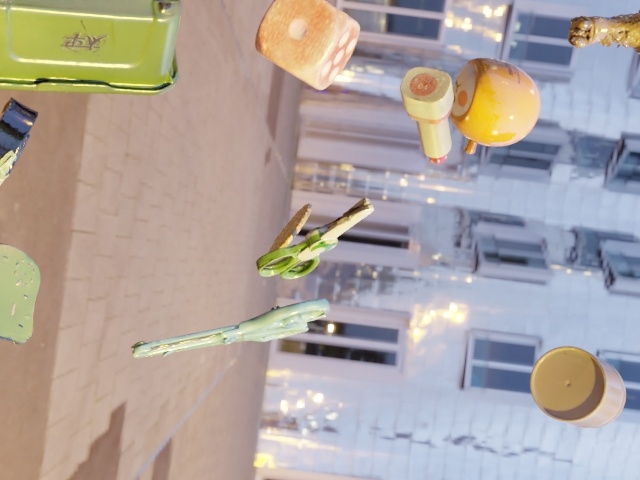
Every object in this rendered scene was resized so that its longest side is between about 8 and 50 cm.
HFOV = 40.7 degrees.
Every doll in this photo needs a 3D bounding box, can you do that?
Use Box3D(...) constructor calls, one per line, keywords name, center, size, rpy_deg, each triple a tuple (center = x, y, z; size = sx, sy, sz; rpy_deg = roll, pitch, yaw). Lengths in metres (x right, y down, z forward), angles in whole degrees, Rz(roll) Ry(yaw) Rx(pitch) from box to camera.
Box3D(name="doll", center=(0.380, -0.284, 1.941), size=(0.213, 0.213, 0.236), rpy_deg=(-82, -171, -52))

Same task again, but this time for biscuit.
Box3D(name="biscuit", center=(-0.050, -0.013, 1.390), size=(0.120, 0.015, 0.120), rpy_deg=(-51, -171, 11))

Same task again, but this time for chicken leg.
Box3D(name="chicken leg", center=(0.438, -0.284, 1.155), size=(0.125, 0.196, 0.080), rpy_deg=(-57, 158, -43))

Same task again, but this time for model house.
Box3D(name="model house", center=(-0.753, 0.101, 1.817), size=(0.294, 0.154, 0.207), rpy_deg=(39, 48, -57))

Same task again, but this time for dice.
Box3D(name="dice", center=(-0.015, -0.238, 1.010), size=(0.094, 0.093, 0.091), rpy_deg=(-56, 169, 8))

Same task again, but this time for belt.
Box3D(name="belt", center=(-0.669, -0.198, 1.821), size=(0.198, 0.078, 0.151), rpy_deg=(-56, -158, 14))

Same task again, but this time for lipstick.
Box3D(name="lipstick", center=(0.153, -0.158, 1.172), size=(0.057, 0.063, 0.186), rpy_deg=(-65, 158, -19))

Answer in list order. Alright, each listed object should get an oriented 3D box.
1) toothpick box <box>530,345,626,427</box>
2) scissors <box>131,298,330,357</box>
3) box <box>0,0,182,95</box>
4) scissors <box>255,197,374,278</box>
Box3D(name="toothpick box", center=(0.382, 0.218, 1.271), size=(0.181, 0.111, 0.111), rpy_deg=(27, 67, -60))
Box3D(name="scissors", center=(-0.162, 0.174, 1.631), size=(0.180, 0.393, 0.032), rpy_deg=(-51, -127, 56))
Box3D(name="box", center=(-0.364, -0.362, 1.267), size=(0.178, 0.329, 0.252), rpy_deg=(-52, -134, 52))
Box3D(name="scissors", center=(0.000, 0.000, 1.240), size=(0.204, 0.101, 0.027), rpy_deg=(-35, -116, 32))
